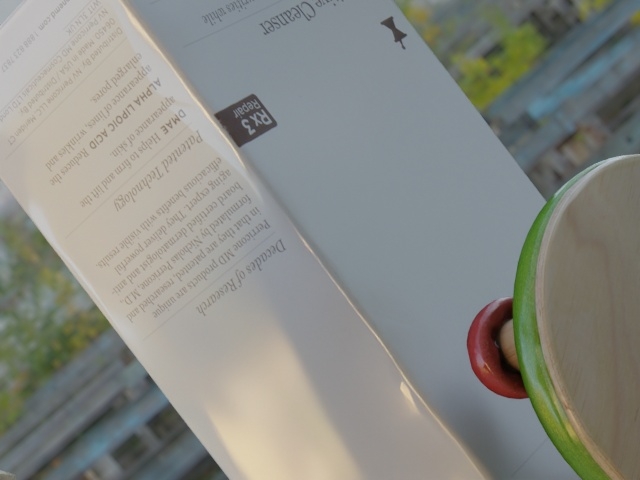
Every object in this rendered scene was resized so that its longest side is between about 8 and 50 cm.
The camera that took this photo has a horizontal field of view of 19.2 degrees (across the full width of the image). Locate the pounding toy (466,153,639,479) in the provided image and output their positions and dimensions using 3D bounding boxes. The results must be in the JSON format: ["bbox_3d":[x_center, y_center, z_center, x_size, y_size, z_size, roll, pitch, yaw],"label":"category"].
[{"bbox_3d":[0.163,0.050,0.928,0.237,0.183,0.110,-29,-1,-38],"label":"pounding toy"}]

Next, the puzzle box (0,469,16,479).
[{"bbox_3d":[-0.247,0.279,0.751,0.272,0.052,0.409,30,-107,-74],"label":"puzzle box"}]

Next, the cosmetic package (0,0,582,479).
[{"bbox_3d":[0.000,0.000,1.054,0.156,0.385,0.217,-40,-1,38],"label":"cosmetic package"}]
